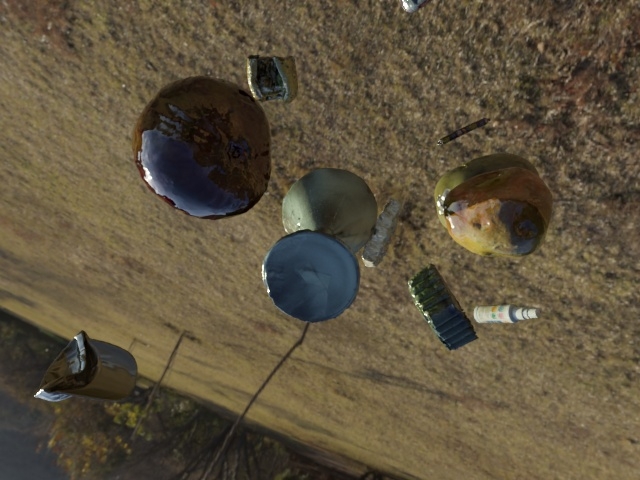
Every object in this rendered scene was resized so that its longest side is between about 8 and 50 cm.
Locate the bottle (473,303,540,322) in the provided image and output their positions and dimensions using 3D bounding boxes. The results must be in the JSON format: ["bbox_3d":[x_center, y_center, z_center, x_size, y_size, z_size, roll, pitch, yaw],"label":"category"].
[{"bbox_3d":[0.568,0.223,1.552,0.060,0.060,0.217,34,156,-21],"label":"bottle"}]

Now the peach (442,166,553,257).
[{"bbox_3d":[0.399,-0.062,1.161,0.235,0.215,0.214,2,148,11],"label":"peach"}]

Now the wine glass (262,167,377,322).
[{"bbox_3d":[0.000,0.000,1.197,0.266,0.406,0.268,3,111,7],"label":"wine glass"}]

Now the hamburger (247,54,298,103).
[{"bbox_3d":[-0.169,-0.592,1.869,0.167,0.288,0.193,-8,109,3],"label":"hamburger"}]

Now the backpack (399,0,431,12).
[{"bbox_3d":[0.266,-0.820,1.392,0.197,0.283,0.317,-26,103,48],"label":"backpack"}]

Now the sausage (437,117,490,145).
[{"bbox_3d":[0.488,-0.371,1.731,0.198,0.029,0.025,-25,169,1],"label":"sausage"}]

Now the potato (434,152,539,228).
[{"bbox_3d":[0.521,-0.153,1.588,0.325,0.243,0.221,-15,99,5],"label":"potato"}]

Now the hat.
[{"bbox_3d":[-0.527,0.318,1.161,0.173,0.166,0.144,38,128,-18],"label":"hat"}]

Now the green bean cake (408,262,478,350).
[{"bbox_3d":[0.310,0.174,1.313,0.094,0.181,0.173,-33,129,11],"label":"green bean cake"}]

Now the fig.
[{"bbox_3d":[-0.212,-0.161,0.830,0.217,0.217,0.320,46,169,-37],"label":"fig"}]

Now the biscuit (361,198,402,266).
[{"bbox_3d":[0.228,-0.007,1.938,0.084,0.281,0.179,21,153,13],"label":"biscuit"}]
